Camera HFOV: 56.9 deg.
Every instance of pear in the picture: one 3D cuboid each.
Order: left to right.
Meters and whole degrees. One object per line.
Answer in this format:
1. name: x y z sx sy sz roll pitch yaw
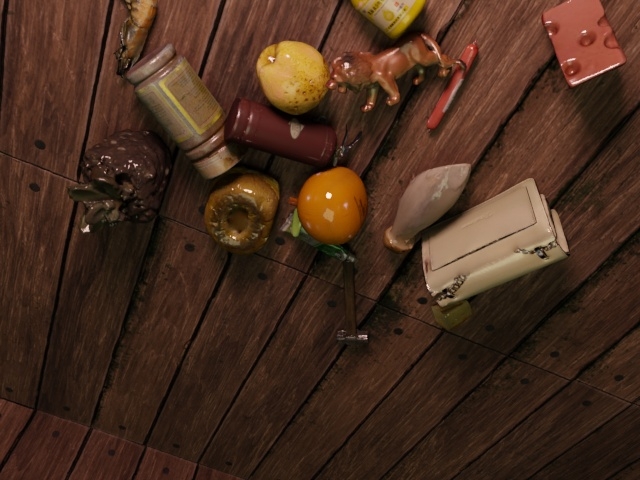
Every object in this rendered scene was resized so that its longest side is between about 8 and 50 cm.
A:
1. pear: -0.067 -0.389 1.397 0.178 0.178 0.178 4 129 6

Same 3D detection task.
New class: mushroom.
1. mushroom: 0.282 -0.095 1.606 0.128 0.128 0.350 23 131 -10

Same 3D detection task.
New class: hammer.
1. hammer: 0.099 0.203 1.926 0.111 0.043 0.365 1 127 8

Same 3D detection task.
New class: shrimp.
1. shrimp: -0.506 -0.538 1.429 0.198 0.051 0.262 28 125 -4

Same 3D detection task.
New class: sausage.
1. sausage: 0.318 -0.367 1.437 0.034 0.034 0.253 20 128 -7

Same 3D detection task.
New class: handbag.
1. handbag: 0.462 0.020 1.595 0.359 0.236 0.160 -28 117 28

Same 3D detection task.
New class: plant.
1. plant: -0.533 -0.146 1.575 0.213 0.312 0.215 7 126 -1

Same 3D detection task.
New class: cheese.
1. cheese: 0.559 -0.431 1.278 0.128 0.203 0.177 -23 93 27

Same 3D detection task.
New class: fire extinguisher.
1. fire extinguisher: -0.064 -0.269 1.498 0.337 0.114 0.135 14 114 -24

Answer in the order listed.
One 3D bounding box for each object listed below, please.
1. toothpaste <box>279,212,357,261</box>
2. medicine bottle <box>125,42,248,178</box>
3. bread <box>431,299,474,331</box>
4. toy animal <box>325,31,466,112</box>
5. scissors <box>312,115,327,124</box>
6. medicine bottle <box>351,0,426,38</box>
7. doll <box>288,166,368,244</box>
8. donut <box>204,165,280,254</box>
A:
1. toothpaste: 0.000 0.000 1.776 0.248 0.047 0.078 30 125 -12
2. medicine bottle: -0.334 -0.324 1.499 0.151 0.151 0.322 -22 122 24
3. bread: 0.425 0.224 1.904 0.109 0.080 0.084 -33 124 -11
4. toy animal: 0.163 -0.402 1.367 0.312 0.097 0.157 -28 117 0
5. scissors: -0.024 -0.313 1.552 0.083 0.006 0.036 5 131 5
6. medicine bottle: 0.114 -0.545 1.270 0.212 0.121 0.122 33 126 -17
7. doll: 0.004 -0.092 1.612 0.236 0.213 0.213 3 130 25
8. donut: -0.229 -0.081 1.694 0.209 0.128 0.261 12 128 0
